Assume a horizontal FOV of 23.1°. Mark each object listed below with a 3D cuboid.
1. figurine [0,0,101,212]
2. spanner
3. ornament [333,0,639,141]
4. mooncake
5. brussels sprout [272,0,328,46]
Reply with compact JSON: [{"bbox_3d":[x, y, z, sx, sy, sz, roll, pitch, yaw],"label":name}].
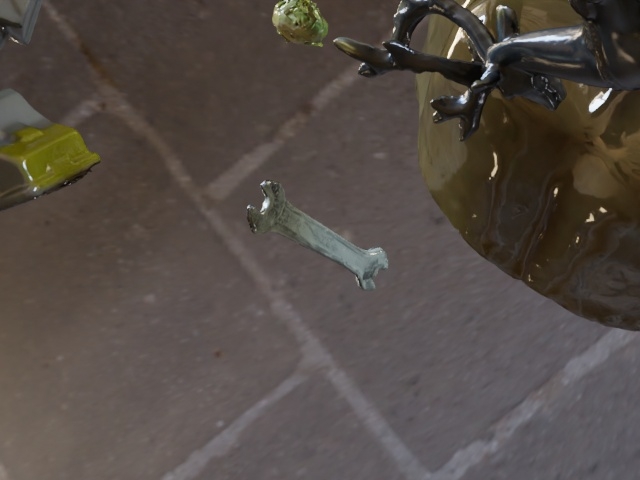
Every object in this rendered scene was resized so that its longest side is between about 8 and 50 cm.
[{"bbox_3d":[-0.298,-0.127,0.972,0.167,0.342,0.284,-13,102,52],"label":"figurine"},{"bbox_3d":[0.000,0.000,1.967,0.017,0.302,0.071,13,78,37],"label":"spanner"},{"bbox_3d":[0.107,-0.147,0.941,0.236,0.080,0.202,-2,135,43],"label":"ornament"},{"bbox_3d":[0.327,-0.149,1.559,0.467,0.262,0.467,6,55,-9],"label":"mooncake"},{"bbox_3d":[-0.025,-0.256,1.757,0.058,0.085,0.085,-3,92,-8],"label":"brussels sprout"}]
